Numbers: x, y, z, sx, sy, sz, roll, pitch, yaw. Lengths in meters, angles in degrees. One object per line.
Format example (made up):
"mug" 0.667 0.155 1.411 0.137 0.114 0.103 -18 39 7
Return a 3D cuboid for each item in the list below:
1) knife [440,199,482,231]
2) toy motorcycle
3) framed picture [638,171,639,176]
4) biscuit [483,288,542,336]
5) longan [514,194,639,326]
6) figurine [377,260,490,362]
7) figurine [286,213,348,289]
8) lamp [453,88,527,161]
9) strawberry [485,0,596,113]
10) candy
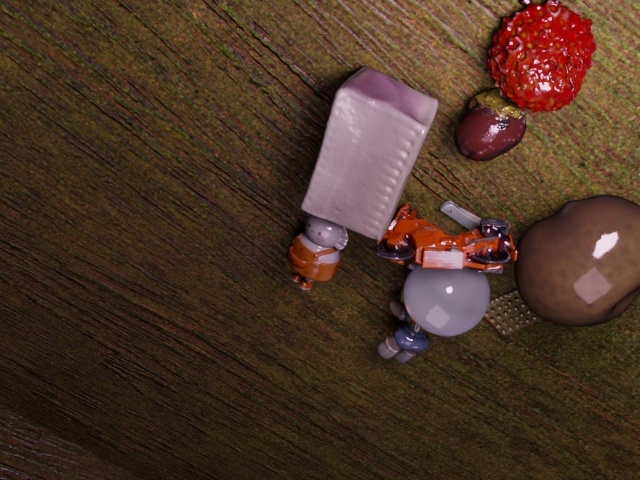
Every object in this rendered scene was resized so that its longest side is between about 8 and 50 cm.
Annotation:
"knife" 0.362 -0.048 2.020 0.162 0.023 0.044 31 136 -18
"toy motorcycle" 0.284 0.006 1.957 0.325 0.221 0.148 3 113 1
"framed picture" 0.879 -0.130 1.859 0.273 0.016 0.216 33 129 -20
"biscuit" 0.538 0.174 2.198 0.231 0.016 0.139 -30 120 31
"longan" 0.607 0.046 1.901 0.288 0.288 0.350 35 123 -21
"figurine" 0.290 0.204 2.149 0.224 0.205 0.382 7 136 -7
"figurine" 0.005 0.001 2.071 0.143 0.143 0.271 28 106 -16
"lamp" 0.354 -0.243 1.773 0.157 0.156 0.135 -28 81 11
"strawberry" 0.443 -0.339 1.641 0.234 0.178 0.234 0 133 0
"candy" 0.104 -0.183 1.840 0.208 0.145 0.359 24 133 7
